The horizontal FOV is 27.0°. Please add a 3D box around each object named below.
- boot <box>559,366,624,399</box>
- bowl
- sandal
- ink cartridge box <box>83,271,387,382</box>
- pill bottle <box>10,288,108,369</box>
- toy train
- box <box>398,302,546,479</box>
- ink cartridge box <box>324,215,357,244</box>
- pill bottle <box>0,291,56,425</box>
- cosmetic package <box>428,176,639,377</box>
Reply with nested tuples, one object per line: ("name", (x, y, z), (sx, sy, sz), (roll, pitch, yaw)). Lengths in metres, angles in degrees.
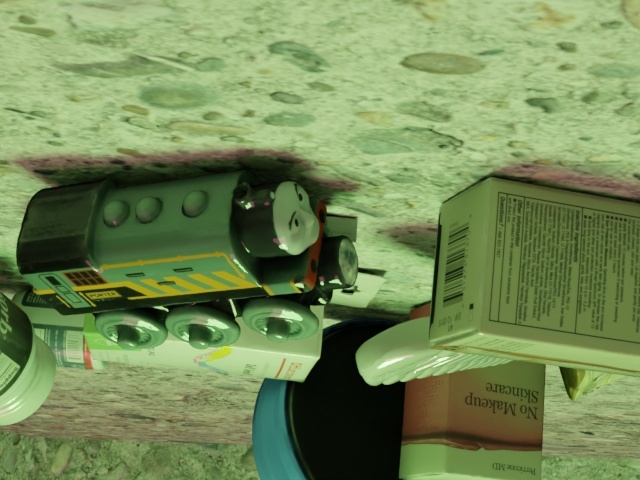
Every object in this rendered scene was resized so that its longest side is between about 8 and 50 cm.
("boot", (0.384, 0.140, 1.689), (0.165, 0.077, 0.213), (-18, 169, 2))
("bowl", (0.098, 0.278, 1.817), (0.391, 0.391, 0.077), (11, 141, -23))
("sandal", (0.195, 0.081, 1.542), (0.169, 0.102, 0.416), (-30, 163, 35))
("ink cartridge box", (-0.107, 0.098, 1.666), (0.354, 0.119, 0.207), (6, 165, -4))
("pill bottle", (-0.388, 0.123, 1.886), (0.180, 0.108, 0.108), (5, 166, 3))
("toy train", (-0.135, 0.016, 1.313), (0.334, 0.142, 0.190), (-5, 148, 26))
("box", (0.200, 0.203, 1.742), (0.149, 0.232, 0.127), (11, 163, -23))
("ink cartridge box", (0.000, 0.000, 1.432), (0.063, 0.029, 0.115), (6, 167, -6))
("pill bottle", (-0.462, 0.122, 1.689), (0.162, 0.162, 0.278), (-1, 151, 24))
("cosmetic package", (0.266, 0.045, 1.279), (0.296, 0.153, 0.129), (10, 166, -15))
